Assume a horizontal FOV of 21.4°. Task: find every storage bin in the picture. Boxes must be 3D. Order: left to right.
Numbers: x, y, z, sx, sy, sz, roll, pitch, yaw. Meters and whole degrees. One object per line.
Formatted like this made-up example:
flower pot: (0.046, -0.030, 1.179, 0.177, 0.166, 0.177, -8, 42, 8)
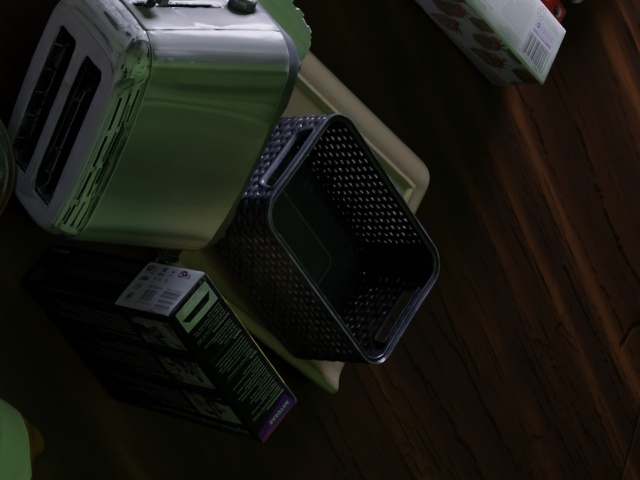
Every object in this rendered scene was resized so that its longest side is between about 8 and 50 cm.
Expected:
storage bin: (0.000, 0.000, 1.326, 0.180, 0.084, 0.122, 54, 55, -31)

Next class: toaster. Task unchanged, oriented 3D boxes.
toaster: (-0.128, -0.083, 1.198, 0.146, 0.129, 0.227, 2, 127, -40)

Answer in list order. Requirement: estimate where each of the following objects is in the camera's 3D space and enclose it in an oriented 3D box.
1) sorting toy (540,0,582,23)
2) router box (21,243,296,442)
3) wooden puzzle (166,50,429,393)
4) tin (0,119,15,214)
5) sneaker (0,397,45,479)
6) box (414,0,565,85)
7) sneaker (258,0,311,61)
sorting toy: (0.258, -0.315, 1.633, 0.274, 0.046, 0.132, -54, 128, -25)
router box: (-0.118, 0.072, 1.211, 0.046, 0.179, 0.133, -50, 127, -26)
wooden puzzle: (-0.017, -0.024, 1.401, 0.221, 0.044, 0.238, 41, 62, -39)
tin: (-0.288, -0.069, 1.129, 0.190, 0.040, 0.106, 39, 64, -40)
sneaker: (-0.260, 0.246, 1.143, 0.123, 0.106, 0.290, 31, 81, -61)
box: (0.102, -0.249, 1.473, 0.324, 0.063, 0.067, 40, 66, -40)
sneaker: (-0.105, -0.191, 1.273, 0.235, 0.090, 0.094, 37, 78, -34)
